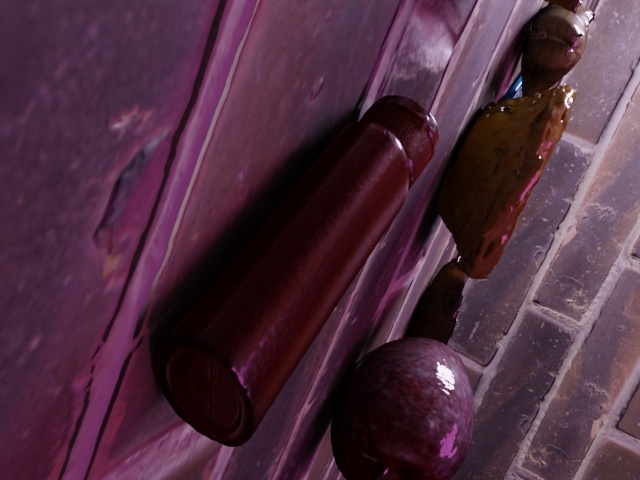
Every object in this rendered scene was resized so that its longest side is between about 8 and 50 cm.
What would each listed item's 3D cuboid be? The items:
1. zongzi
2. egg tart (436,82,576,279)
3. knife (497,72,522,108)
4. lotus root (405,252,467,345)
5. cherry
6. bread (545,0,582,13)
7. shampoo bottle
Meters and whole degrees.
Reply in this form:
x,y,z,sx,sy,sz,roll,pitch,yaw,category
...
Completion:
x,y,z,sx,sy,sz,roll,pitch,yaw,category
0.374,-0.296,1.212,0.194,0.099,0.197,-43,159,-56,zongzi
0.272,-0.100,1.119,0.341,0.129,0.341,-59,165,-25,egg tart
0.348,-0.261,1.310,0.296,0.026,0.044,-50,148,-42,knife
0.240,0.169,1.587,0.167,0.078,0.330,-87,-168,-63,lotus root
0.126,0.256,1.064,0.300,0.202,0.230,-49,156,-47,cherry
0.316,-0.392,0.665,0.381,0.185,0.109,-64,159,4,bread
0.000,0.000,0.459,0.260,0.064,0.102,-53,162,-36,shampoo bottle
